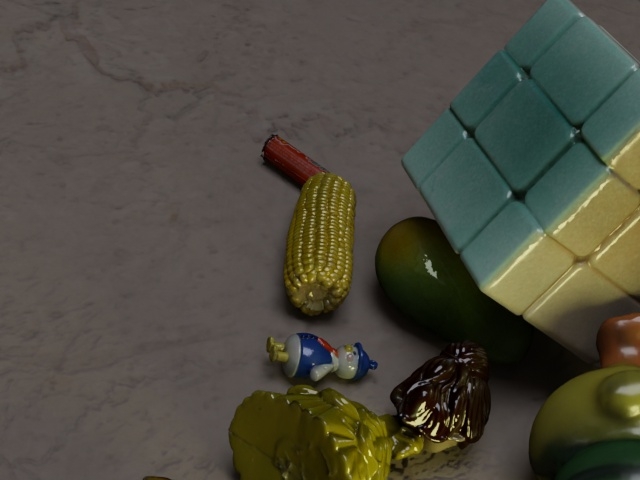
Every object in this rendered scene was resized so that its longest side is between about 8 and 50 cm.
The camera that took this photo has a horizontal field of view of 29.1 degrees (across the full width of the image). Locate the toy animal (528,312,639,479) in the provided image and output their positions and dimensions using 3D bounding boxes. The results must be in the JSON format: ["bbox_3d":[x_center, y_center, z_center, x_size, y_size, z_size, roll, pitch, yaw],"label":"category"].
[{"bbox_3d":[0.335,0.257,1.409,0.191,0.216,0.338,-5,39,18],"label":"toy animal"}]

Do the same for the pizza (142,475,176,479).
[{"bbox_3d":[-0.110,0.358,1.188,0.323,0.089,0.223,29,40,33],"label":"pizza"}]

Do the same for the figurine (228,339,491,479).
[{"bbox_3d":[0.077,0.221,1.413,0.315,0.168,0.187,-11,6,-43],"label":"figurine"}]

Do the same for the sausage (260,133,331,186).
[{"bbox_3d":[-0.022,-0.103,1.822,0.145,0.050,0.048,37,48,22],"label":"sausage"}]

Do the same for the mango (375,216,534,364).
[{"bbox_3d":[0.183,0.064,1.638,0.251,0.114,0.156,34,32,23],"label":"mango"}]

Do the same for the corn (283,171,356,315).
[{"bbox_3d":[0.000,0.000,1.672,0.093,0.093,0.244,12,37,-5],"label":"corn"}]

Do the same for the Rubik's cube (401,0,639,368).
[{"bbox_3d":[0.351,-0.065,1.585,0.318,0.316,0.322,32,18,-33],"label":"Rubik's cube"}]

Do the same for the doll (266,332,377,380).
[{"bbox_3d":[0.004,0.146,1.529,0.142,0.058,0.099,10,24,-15],"label":"doll"}]
